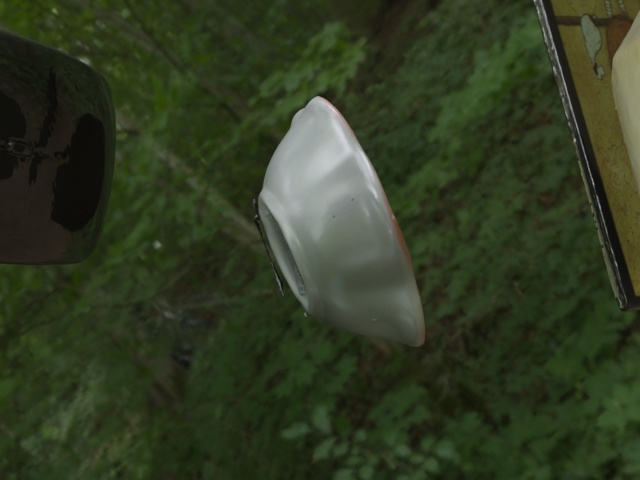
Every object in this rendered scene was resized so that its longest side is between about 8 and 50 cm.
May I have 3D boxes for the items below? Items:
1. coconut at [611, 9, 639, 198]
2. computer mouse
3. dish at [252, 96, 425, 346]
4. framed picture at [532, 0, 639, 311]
[{"bbox_3d":[0.329,-0.054,0.577,0.323,0.323,0.323,-39,-15,-12],"label":"coconut"},{"bbox_3d":[-0.166,-0.047,0.532,0.232,0.057,0.120,13,-97,-73],"label":"computer mouse"},{"bbox_3d":[0.000,0.000,0.802,0.081,0.229,0.229,-23,-18,-11],"label":"dish"},{"bbox_3d":[0.303,-0.113,0.827,0.255,0.339,0.014,-3,-18,-27],"label":"framed picture"}]
